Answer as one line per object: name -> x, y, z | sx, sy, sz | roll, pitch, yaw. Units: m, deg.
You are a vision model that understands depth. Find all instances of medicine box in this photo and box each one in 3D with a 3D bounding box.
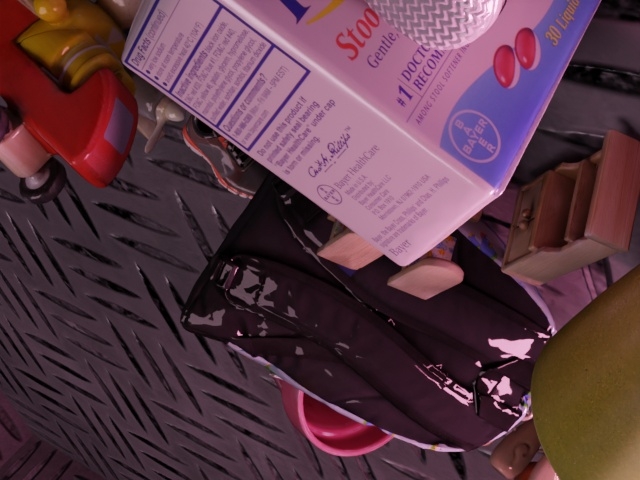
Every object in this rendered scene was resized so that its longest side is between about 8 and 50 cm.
medicine box -> 0.040, -0.178, 0.949 | 0.289, 0.263, 0.149 | 36, 147, -7

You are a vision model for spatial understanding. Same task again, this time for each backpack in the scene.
backpack -> 0.082, 0.062, 1.263 | 0.355, 0.290, 0.273 | 33, -171, 5

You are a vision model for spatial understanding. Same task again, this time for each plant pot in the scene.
plant pot -> 0.015, 0.170, 1.644 | 0.180, 0.201, 0.201 | 31, 155, 56
plant pot -> 0.362, 0.088, 0.990 | 0.275, 0.275, 0.293 | 38, 137, 11

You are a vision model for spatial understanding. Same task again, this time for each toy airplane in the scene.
toy airplane -> -0.307, -0.262, 1.422 | 0.384, 0.272, 0.386 | 59, -173, -9

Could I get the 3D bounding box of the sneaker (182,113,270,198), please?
sneaker -> -0.115, -0.115, 1.538 | 0.158, 0.061, 0.065 | 38, 147, 10

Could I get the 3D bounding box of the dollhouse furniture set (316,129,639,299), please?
dollhouse furniture set -> 0.148, -0.061, 1.097 | 0.242, 0.212, 0.161 | 22, 158, -15

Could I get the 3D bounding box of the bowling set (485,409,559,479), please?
bowling set -> 0.298, 0.250, 1.446 | 0.287, 0.154, 0.200 | 43, 172, -2

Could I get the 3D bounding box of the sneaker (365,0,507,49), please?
sneaker -> 0.053, -0.328, 0.840 | 0.366, 0.210, 0.137 | 53, 152, -4
